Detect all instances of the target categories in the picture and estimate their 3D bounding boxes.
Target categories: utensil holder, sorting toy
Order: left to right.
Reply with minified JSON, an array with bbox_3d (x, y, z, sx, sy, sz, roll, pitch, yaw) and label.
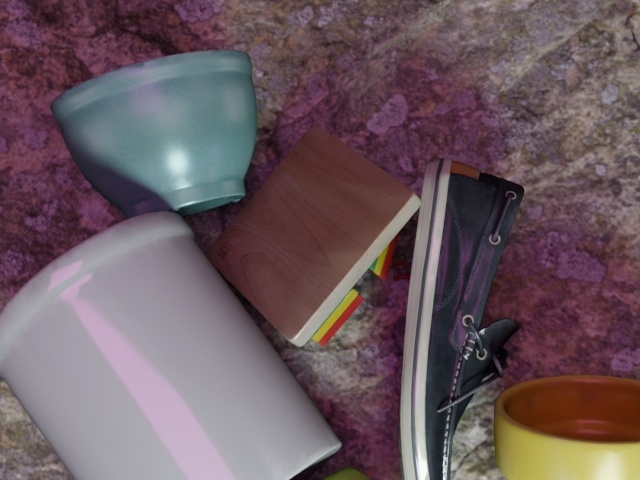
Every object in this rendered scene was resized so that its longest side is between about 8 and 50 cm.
[{"bbox_3d":[-0.206,0.210,1.382,0.328,0.327,0.385,-37,77,-2],"label":"utensil holder"},{"bbox_3d":[0.000,0.000,1.475,0.255,0.089,0.257,-50,43,0],"label":"sorting toy"}]

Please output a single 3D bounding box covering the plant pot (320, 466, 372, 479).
[{"bbox_3d":[-0.015,0.447,1.353,0.275,0.275,0.293,39,71,14],"label":"plant pot"}]

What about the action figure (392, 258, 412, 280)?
[{"bbox_3d":[0.164,0.042,1.523,0.115,0.030,0.038,-3,74,4],"label":"action figure"}]

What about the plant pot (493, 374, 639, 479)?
[{"bbox_3d":[0.346,0.321,1.326,0.254,0.254,0.238,1,101,8],"label":"plant pot"}]

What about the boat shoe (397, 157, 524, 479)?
[{"bbox_3d":[0.189,0.137,1.412,0.156,0.187,0.500,7,82,5],"label":"boat shoe"}]

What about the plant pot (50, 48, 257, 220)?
[{"bbox_3d":[-0.215,-0.132,1.491,0.293,0.293,0.196,-16,88,4],"label":"plant pot"}]
